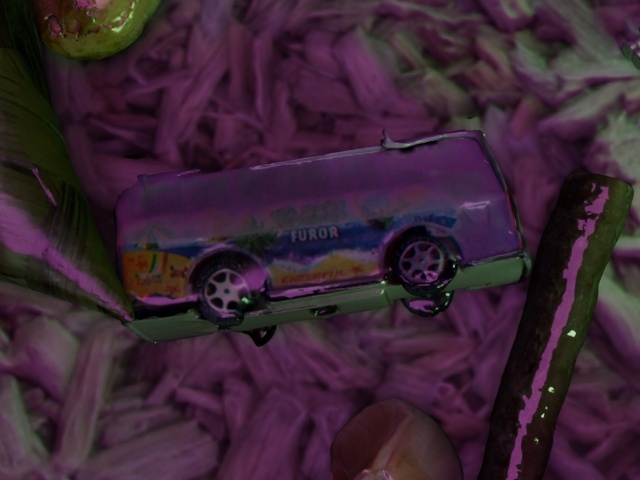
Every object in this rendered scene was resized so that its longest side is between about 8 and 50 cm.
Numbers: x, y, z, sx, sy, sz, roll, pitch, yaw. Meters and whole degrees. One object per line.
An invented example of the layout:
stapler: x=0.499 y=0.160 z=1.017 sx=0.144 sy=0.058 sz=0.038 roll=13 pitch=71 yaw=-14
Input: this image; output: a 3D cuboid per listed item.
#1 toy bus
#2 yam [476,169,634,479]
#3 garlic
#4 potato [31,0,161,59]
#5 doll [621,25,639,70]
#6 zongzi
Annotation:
toy bus: x=0.000 y=0.000 z=0.979 sx=0.316 sy=0.112 sz=0.138 roll=-10 pitch=74 yaw=2
yam: x=0.182 y=0.076 z=0.981 sx=0.061 sy=0.061 sz=0.274 roll=17 pitch=88 yaw=5
garlic: x=0.065 y=0.215 z=0.965 sx=0.124 sy=0.099 sz=0.174 roll=-30 pitch=86 yaw=-12
potato: x=-0.175 y=-0.227 z=1.021 sx=0.107 sy=0.080 sz=0.170 roll=34 pitch=87 yaw=-6
doll: x=0.287 y=-0.173 z=1.002 sx=0.058 sy=0.040 sz=0.085 roll=31 pitch=84 yaw=19
zongzi: x=-0.231 y=-0.095 z=0.949 sx=0.300 sy=0.138 sz=0.286 roll=20 pitch=97 yaw=24
